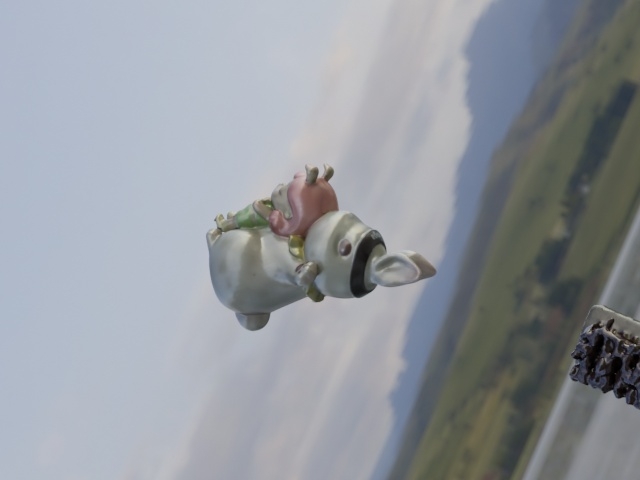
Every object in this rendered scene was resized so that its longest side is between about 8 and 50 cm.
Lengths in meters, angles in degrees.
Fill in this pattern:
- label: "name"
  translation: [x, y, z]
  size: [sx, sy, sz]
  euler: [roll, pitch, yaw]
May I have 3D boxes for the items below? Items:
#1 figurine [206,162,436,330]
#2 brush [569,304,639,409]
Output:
- label: "figurine"
  translation: [-0.005, 0.001, 1.172]
  size: [0.098, 0.146, 0.081]
  euler: [66, -151, -16]
- label: "brush"
  translation: [0.224, 0.092, 0.840]
  size: [0.036, 0.248, 0.043]
  euler: [-11, -62, -49]
